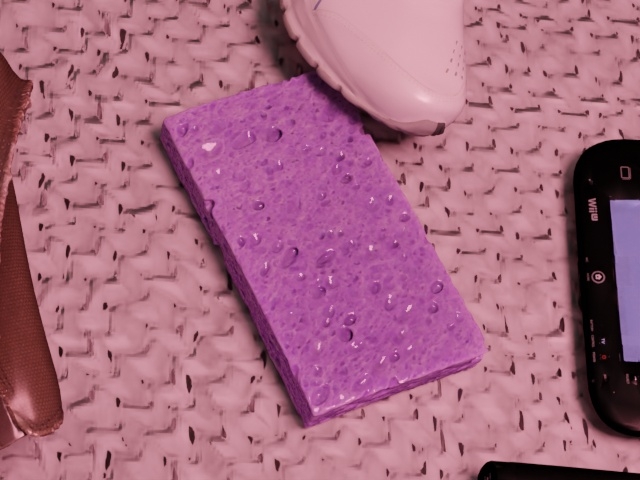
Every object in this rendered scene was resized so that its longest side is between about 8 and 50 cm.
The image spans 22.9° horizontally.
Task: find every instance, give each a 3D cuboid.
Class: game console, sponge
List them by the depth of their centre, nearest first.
[{"bbox_3d":[0.195,0.097,0.927,0.213,0.044,0.361,6,62,-10],"label":"game console"},{"bbox_3d":[0.000,0.000,0.940,0.117,0.031,0.210,-20,69,-22],"label":"sponge"}]

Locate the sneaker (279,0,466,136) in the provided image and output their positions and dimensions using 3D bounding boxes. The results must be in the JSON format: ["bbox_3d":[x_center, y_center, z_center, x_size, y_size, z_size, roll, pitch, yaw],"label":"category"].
[{"bbox_3d":[0.043,-0.205,0.988,0.111,0.129,0.297,7,61,-37],"label":"sneaker"}]

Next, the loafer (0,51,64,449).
[{"bbox_3d":[-0.201,0.067,0.823,0.130,0.134,0.366,19,68,-29],"label":"loafer"}]
